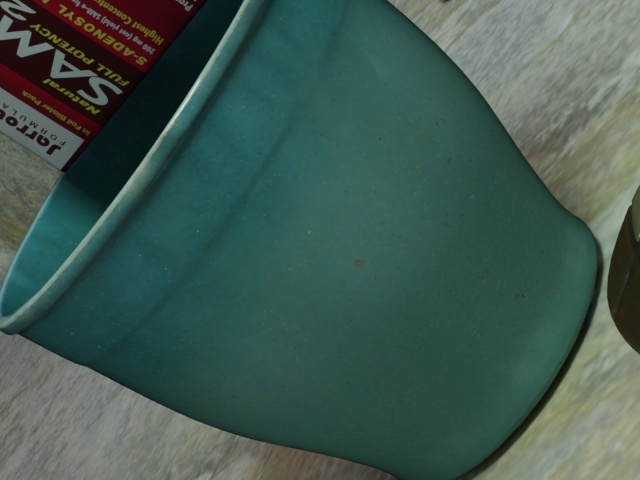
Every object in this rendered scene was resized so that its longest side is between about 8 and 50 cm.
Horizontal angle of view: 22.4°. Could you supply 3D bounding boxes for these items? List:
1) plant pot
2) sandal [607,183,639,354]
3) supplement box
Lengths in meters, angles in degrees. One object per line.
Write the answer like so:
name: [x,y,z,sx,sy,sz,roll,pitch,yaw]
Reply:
plant pot: [0.000,0.000,0.895,0.271,0.255,0.271,-50,17,20]
sandal: [0.184,0.031,0.659,0.090,0.060,0.219,-59,28,14]
supplement box: [-0.125,-0.157,0.865,0.239,0.130,0.073,-45,19,39]
